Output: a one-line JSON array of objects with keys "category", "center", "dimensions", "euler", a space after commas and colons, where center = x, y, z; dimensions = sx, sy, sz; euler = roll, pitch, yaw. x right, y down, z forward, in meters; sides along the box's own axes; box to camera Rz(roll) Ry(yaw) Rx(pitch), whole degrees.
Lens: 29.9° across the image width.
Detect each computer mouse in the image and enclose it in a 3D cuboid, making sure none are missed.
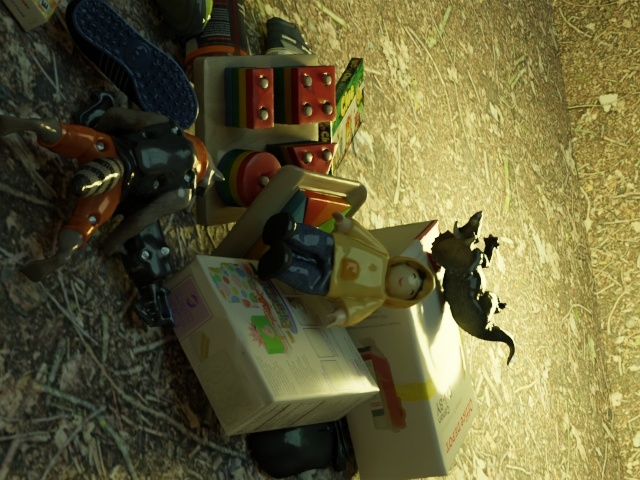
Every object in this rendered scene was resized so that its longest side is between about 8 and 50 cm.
[{"category": "computer mouse", "center": [-0.017, 0.294, 1.892], "dimensions": [0.272, 0.072, 0.188], "euler": [-7, 82, -63]}]

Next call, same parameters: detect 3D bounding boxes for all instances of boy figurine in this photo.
[{"category": "boy figurine", "center": [0.044, 0.052, 1.801], "dimensions": [0.285, 0.092, 0.177], "euler": [19, 69, -27]}]

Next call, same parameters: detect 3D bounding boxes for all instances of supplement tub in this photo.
[{"category": "supplement tub", "center": [-0.168, -0.314, 1.910], "dimensions": [0.106, 0.106, 0.198], "euler": [27, 52, -55]}]

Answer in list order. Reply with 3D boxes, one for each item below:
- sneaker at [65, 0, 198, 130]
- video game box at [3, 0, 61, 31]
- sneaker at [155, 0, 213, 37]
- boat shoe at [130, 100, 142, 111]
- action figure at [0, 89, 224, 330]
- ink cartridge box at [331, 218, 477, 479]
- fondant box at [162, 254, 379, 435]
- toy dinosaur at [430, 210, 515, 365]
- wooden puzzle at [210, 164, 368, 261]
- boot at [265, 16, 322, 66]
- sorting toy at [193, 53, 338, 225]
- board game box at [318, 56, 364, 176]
[{"category": "sneaker", "center": [-0.264, -0.249, 1.674], "dimensions": [0.232, 0.081, 0.090], "euler": [49, -9, -23]}, {"category": "video game box", "center": [-0.397, -0.410, 1.594], "dimensions": [0.187, 0.048, 0.205], "euler": [53, 33, -30]}, {"category": "sneaker", "center": [-0.270, -0.439, 1.813], "dimensions": [0.121, 0.111, 0.300], "euler": [-42, 107, -50]}, {"category": "boat shoe", "center": [-0.233, -0.146, 1.726], "dimensions": [0.080, 0.073, 0.223], "euler": [38, 43, -50]}, {"category": "action figure", "center": [-0.242, -0.045, 1.549], "dimensions": [0.330, 0.178, 0.341], "euler": [-23, 93, -53]}, {"category": "ink cartridge box", "center": [0.139, 0.187, 2.077], "dimensions": [0.279, 0.160, 0.384], "euler": [-39, 119, -66]}, {"category": "fondant box", "center": [-0.071, 0.152, 1.770], "dimensions": [0.238, 0.096, 0.330], "euler": [60, 21, 19]}, {"category": "toy dinosaur", "center": [0.258, 0.086, 2.086], "dimensions": [0.160, 0.121, 0.313], "euler": [-38, 123, -54]}, {"category": "wooden puzzle", "center": [-0.044, -0.012, 1.872], "dimensions": [0.044, 0.221, 0.239], "euler": [48, 18, 27]}, {"category": "boot", "center": [-0.034, -0.346, 2.223], "dimensions": [0.190, 0.069, 0.086], "euler": [24, 60, -56]}, {"category": "sorting toy", "center": [-0.072, -0.160, 1.871], "dimensions": [0.257, 0.089, 0.255], "euler": [-12, 106, -48]}, {"category": "board game box", "center": [0.042, -0.237, 2.298], "dimensions": [0.259, 0.030, 0.136], "euler": [-64, 154, -53]}]
